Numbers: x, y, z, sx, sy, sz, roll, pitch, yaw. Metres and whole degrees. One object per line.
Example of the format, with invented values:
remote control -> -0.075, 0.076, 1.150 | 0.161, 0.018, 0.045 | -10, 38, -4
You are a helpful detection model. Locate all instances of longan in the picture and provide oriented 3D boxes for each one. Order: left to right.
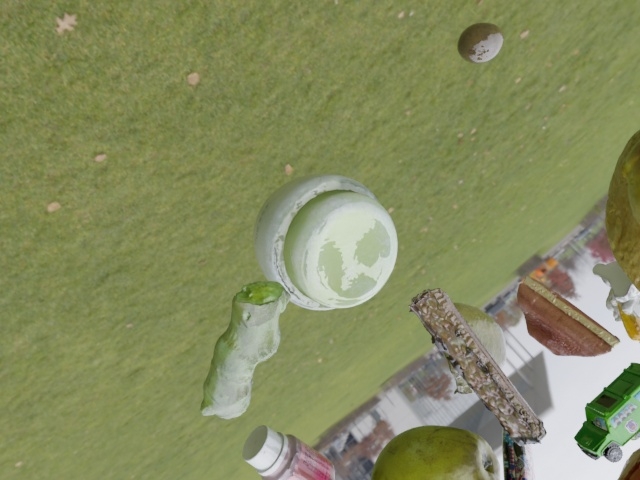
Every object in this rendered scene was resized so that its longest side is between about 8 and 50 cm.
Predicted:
longan -> 0.381, -0.472, 1.289 | 0.113, 0.113, 0.092 | -34, 118, -17

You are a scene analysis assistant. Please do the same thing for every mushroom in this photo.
mushroom -> 0.455, 0.316, 1.653 | 0.212, 0.291, 0.217 | -8, 156, 17

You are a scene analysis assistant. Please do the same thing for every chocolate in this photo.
chocolate -> 0.288, 0.223, 0.985 | 0.065, 0.329, 0.102 | -34, 171, -20

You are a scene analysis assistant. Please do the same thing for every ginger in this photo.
ginger -> -0.129, 0.197, 0.931 | 0.289, 0.089, 0.137 | -68, 166, 14

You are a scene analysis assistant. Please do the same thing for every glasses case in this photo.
glasses case -> 0.539, 0.631, 1.466 | 0.076, 0.327, 0.125 | -10, 142, 25

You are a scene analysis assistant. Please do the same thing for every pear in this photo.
pear -> 0.272, 0.578, 1.309 | 0.307, 0.252, 0.253 | -28, 170, 27

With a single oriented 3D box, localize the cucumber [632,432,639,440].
cucumber -> 1.003, 0.536, 1.631 | 0.187, 0.058, 0.058 | -22, 159, -12

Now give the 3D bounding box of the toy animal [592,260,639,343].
toy animal -> 0.613, 0.118, 1.031 | 0.127, 0.131, 0.182 | -39, 120, 11

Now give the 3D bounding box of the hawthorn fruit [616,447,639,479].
hawthorn fruit -> 0.691, 0.482, 0.994 | 0.287, 0.287, 0.330 | 57, 55, -73

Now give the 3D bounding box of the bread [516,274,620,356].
bread -> 0.450, 0.155, 1.022 | 0.067, 0.192, 0.119 | -35, 152, -23

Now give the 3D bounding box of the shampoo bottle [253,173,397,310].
shampoo bottle -> 0.000, 0.000, 1.290 | 0.323, 0.317, 0.322 | -8, 105, -30

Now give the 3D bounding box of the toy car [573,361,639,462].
toy car -> 0.445, 0.252, 0.800 | 0.165, 0.062, 0.071 | -40, -178, -4

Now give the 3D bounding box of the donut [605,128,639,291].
donut -> 0.368, -0.004, 0.452 | 0.209, 0.261, 0.128 | -32, 154, -18

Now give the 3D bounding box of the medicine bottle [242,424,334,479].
medicine bottle -> -0.086, 0.601, 1.450 | 0.147, 0.247, 0.147 | -41, -159, 19
